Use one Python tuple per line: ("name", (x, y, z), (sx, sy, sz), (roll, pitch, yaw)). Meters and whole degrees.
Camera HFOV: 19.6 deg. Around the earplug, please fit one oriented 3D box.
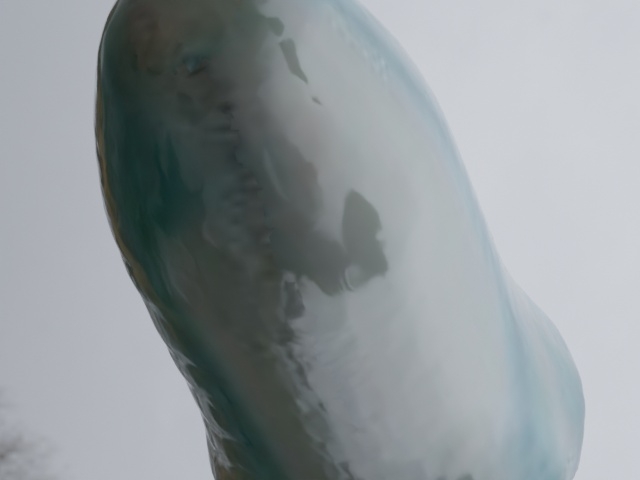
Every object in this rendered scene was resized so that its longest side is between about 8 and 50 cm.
("earplug", (0.000, 0.000, 0.775), (0.324, 0.185, 0.185), (68, 2, -52))
